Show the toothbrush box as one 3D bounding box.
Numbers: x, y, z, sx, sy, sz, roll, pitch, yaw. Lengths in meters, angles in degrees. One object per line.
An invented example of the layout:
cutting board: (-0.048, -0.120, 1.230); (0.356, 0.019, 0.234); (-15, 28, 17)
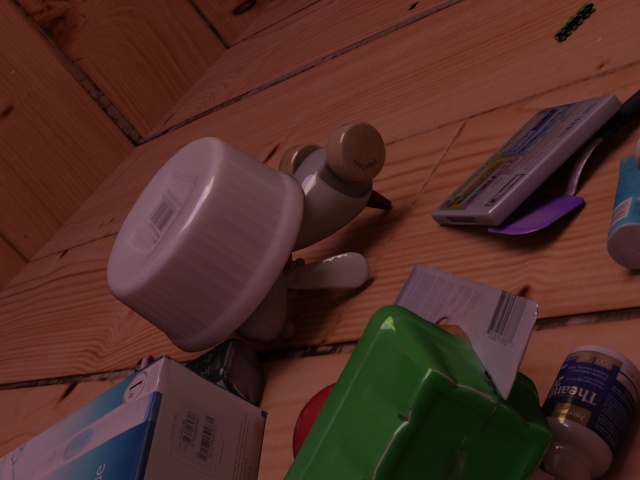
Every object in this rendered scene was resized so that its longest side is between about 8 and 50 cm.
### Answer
toothbrush box: (-0.199, 0.267, 0.892); (0.295, 0.126, 0.216); (-33, 35, 36)

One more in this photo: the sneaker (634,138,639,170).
sneaker: (0.442, -0.100, 0.919); (0.281, 0.105, 0.115); (-29, 57, 14)

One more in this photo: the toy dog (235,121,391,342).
toy dog: (0.000, 0.000, 1.386); (0.334, 0.161, 0.220); (-57, 26, -3)

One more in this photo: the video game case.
video game case: (0.248, -0.095, 1.234); (0.212, 0.023, 0.193); (-43, 11, -9)

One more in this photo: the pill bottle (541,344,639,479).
pill bottle: (0.208, 0.148, 0.801); (0.067, 0.067, 0.120); (-13, 34, 49)

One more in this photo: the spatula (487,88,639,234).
spatula: (0.315, -0.099, 1.166); (0.296, 0.030, 0.084); (-45, 23, -16)

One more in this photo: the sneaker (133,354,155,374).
sneaker: (-0.261, 0.227, 1.416); (0.074, 0.063, 0.170); (-28, 28, 12)

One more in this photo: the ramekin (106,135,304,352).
ramekin: (-0.161, -0.004, 1.323); (0.277, 0.135, 0.277); (-39, 30, 28)

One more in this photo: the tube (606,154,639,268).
tube: (0.332, -0.049, 1.024); (0.080, 0.052, 0.207); (-18, 24, 33)

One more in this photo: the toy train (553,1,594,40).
toy train: (0.389, -0.336, 1.538); (0.083, 0.017, 0.023); (-44, 12, -10)

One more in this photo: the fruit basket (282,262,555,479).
fruit basket: (0.059, 0.181, 0.848); (0.327, 0.165, 0.353); (-61, 5, -2)

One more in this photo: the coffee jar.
coffee jar: (-0.166, 0.204, 1.283); (0.184, 0.079, 0.096); (-29, 24, 23)
